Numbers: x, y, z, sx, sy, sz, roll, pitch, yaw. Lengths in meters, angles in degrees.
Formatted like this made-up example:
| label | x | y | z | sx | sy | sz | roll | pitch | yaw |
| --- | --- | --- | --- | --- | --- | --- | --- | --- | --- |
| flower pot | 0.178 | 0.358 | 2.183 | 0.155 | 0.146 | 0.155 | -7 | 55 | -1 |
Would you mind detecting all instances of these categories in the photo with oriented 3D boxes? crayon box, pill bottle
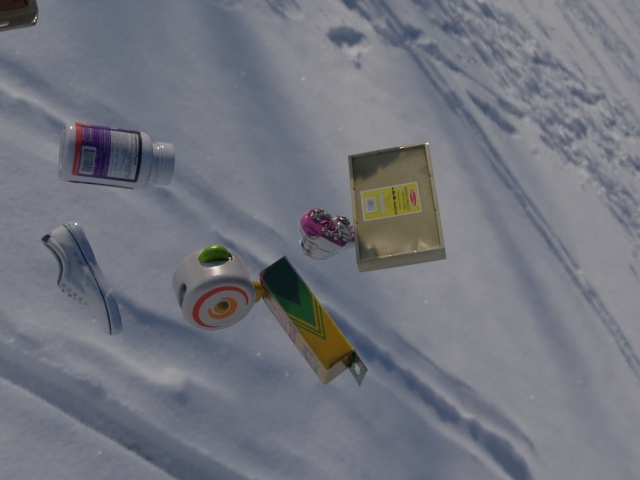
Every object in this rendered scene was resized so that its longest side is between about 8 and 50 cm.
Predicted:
| label | x | y | z | sx | sy | sz | roll | pitch | yaw |
| --- | --- | --- | --- | --- | --- | --- | --- | --- | --- |
| crayon box | -0.020 | 0.208 | 1.843 | 0.318 | 0.081 | 0.202 | 52 | -14 | 16 |
| pill bottle | -0.367 | -0.149 | 1.447 | 0.193 | 0.108 | 0.108 | 6 | 53 | -25 |

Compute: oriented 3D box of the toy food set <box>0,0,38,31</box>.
| label | x | y | z | sx | sy | sz | roll | pitch | yaw |
| --- | --- | --- | --- | --- | --- | --- | --- | --- | --- |
| toy food set | -0.846 | -0.661 | 1.956 | 0.092 | 0.219 | 0.306 | -88 | 168 | -62 |

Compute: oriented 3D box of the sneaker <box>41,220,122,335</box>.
| label | x | y | z | sx | sy | sz | roll | pitch | yaw |
| --- | --- | --- | --- | --- | --- | --- | --- | --- | --- |
| sneaker | -0.500 | 0.090 | 1.675 | 0.091 | 0.094 | 0.258 | -27 | 93 | -25 |

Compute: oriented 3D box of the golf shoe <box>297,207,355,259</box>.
| label | x | y | z | sx | sy | sz | roll | pitch | yaw |
| --- | --- | --- | --- | --- | --- | --- | --- | --- | --- |
| golf shoe | 0.000 | 0.000 | 2.039 | 0.115 | 0.140 | 0.306 | 60 | 16 | 17 |

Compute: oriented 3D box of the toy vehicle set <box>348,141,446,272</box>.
| label | x | y | z | sx | sy | sz | roll | pitch | yaw |
| --- | --- | --- | --- | --- | --- | --- | --- | --- | --- |
| toy vehicle set | 0.144 | -0.069 | 1.552 | 0.035 | 0.166 | 0.267 | 70 | 14 | -53 |

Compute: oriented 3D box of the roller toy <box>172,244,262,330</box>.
| label | x | y | z | sx | sy | sz | roll | pitch | yaw |
| --- | --- | --- | --- | --- | --- | --- | --- | --- | --- |
| roller toy | -0.264 | 0.127 | 2.015 | 0.209 | 0.191 | 0.146 | 43 | 13 | -47 |
